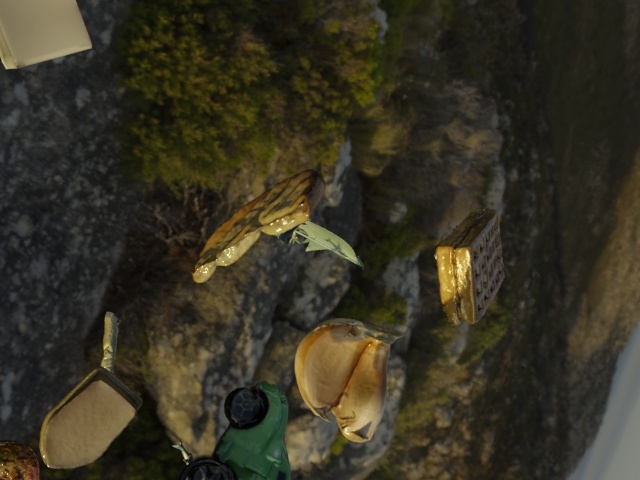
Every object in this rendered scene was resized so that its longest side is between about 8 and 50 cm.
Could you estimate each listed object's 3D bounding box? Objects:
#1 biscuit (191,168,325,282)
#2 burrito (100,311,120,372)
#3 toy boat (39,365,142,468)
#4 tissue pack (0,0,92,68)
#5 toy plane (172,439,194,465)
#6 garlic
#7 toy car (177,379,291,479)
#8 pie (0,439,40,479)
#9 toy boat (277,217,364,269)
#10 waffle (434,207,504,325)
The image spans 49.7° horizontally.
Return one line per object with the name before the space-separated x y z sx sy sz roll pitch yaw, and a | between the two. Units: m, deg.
biscuit | -0.114 -0.034 1.280 0.045 0.299 0.154 48 25 -27
burrito | -0.562 0.284 1.838 0.041 0.045 0.186 13 68 -34
toy boat | -0.408 0.321 1.193 0.188 0.116 0.061 -47 -165 -8
tissue pack | -0.522 -0.435 1.203 0.136 0.159 0.246 -26 115 -24
toy plane | -0.283 0.464 1.470 0.024 0.084 0.078 -32 -174 -4
garlic | 0.080 0.367 1.882 0.286 0.249 0.313 21 86 -39
toy car | -0.140 0.434 1.212 0.213 0.176 0.359 103 14 -51
pie | -0.700 0.494 1.549 0.033 0.191 0.088 77 31 -64
toy boat | -0.020 0.000 1.878 0.291 0.210 0.070 37 68 -26
waffle | 0.396 0.059 1.783 0.327 0.098 0.224 -34 121 -55
